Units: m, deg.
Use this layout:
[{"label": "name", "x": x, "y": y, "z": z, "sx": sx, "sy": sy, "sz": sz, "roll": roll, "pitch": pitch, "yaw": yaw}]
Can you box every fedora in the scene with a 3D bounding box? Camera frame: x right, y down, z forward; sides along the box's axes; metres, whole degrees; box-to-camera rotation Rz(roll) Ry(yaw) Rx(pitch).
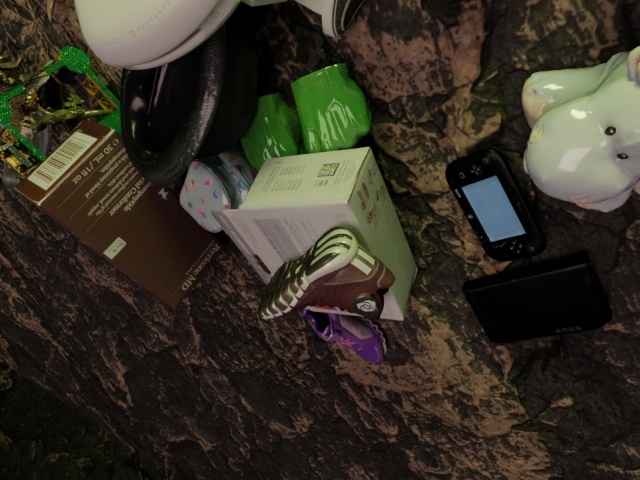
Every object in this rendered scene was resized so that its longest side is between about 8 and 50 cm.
[{"label": "fedora", "x": -0.209, "y": -0.252, "z": 0.773, "sx": 0.333, "sy": 0.152, "sz": 0.335, "roll": 3, "pitch": 94, "yaw": 43}]

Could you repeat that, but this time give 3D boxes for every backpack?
[{"label": "backpack", "x": -0.184, "y": -0.095, "z": 0.937, "sx": 0.188, "sy": 0.144, "sz": 0.166, "roll": 38, "pitch": 130, "yaw": 3}]

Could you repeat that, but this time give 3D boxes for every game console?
[{"label": "game console", "x": 0.317, "y": 0.016, "z": 0.776, "sx": 0.213, "sy": 0.044, "sz": 0.362, "roll": -22, "pitch": 106, "yaw": 38}]

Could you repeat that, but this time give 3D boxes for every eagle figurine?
[{"label": "eagle figurine", "x": -0.730, "y": -0.286, "z": 1.093, "sx": 0.224, "sy": 0.226, "sz": 0.299, "roll": 7, "pitch": 133, "yaw": 13}]

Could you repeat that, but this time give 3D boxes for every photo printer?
[{"label": "photo printer", "x": -0.226, "y": -0.390, "z": 0.581, "sx": 0.255, "sy": 0.107, "sz": 0.308, "roll": -9, "pitch": 96, "yaw": 35}]

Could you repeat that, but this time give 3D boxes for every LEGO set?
[{"label": "LEGO set", "x": -0.588, "y": -0.240, "z": 0.996, "sx": 0.192, "sy": 0.332, "sz": 0.255, "roll": -20, "pitch": 128, "yaw": 40}]

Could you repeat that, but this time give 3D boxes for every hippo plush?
[{"label": "hippo plush", "x": 0.371, "y": -0.114, "z": 0.529, "sx": 0.294, "sy": 0.236, "sz": 0.235, "roll": -22, "pitch": 106, "yaw": 39}]

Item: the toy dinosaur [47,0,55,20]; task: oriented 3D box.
[{"label": "toy dinosaur", "x": -0.561, "y": -0.593, "z": 0.862, "sx": 0.200, "sy": 0.127, "sz": 0.296, "roll": 26, "pitch": 142, "yaw": 24}]

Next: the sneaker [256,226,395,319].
[{"label": "sneaker", "x": 0.013, "y": 0.096, "z": 0.751, "sx": 0.162, "sy": 0.107, "sz": 0.281, "roll": 32, "pitch": 144, "yaw": -16}]

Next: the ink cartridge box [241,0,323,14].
[{"label": "ink cartridge box", "x": -0.129, "y": -0.490, "z": 0.663, "sx": 0.353, "sy": 0.119, "sz": 0.207, "roll": 31, "pitch": 129, "yaw": 10}]

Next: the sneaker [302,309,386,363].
[{"label": "sneaker", "x": 0.045, "y": 0.196, "z": 1.015, "sx": 0.236, "sy": 0.104, "sz": 0.095, "roll": 47, "pitch": 130, "yaw": -5}]

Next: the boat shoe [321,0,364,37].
[{"label": "boat shoe", "x": 0.064, "y": -0.388, "z": 0.641, "sx": 0.070, "sy": 0.078, "sz": 0.220, "roll": 32, "pitch": 129, "yaw": 11}]

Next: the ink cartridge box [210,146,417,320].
[{"label": "ink cartridge box", "x": 0.000, "y": 0.000, "z": 0.835, "sx": 0.271, "sy": 0.130, "sz": 0.310, "roll": 0, "pitch": 139, "yaw": 30}]

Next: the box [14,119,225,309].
[{"label": "box", "x": -0.393, "y": -0.039, "z": 0.958, "sx": 0.143, "sy": 0.191, "sz": 0.381, "roll": 22, "pitch": 158, "yaw": 37}]

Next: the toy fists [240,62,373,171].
[{"label": "toy fists", "x": -0.034, "y": -0.199, "z": 0.814, "sx": 0.279, "sy": 0.096, "sz": 0.143, "roll": -9, "pitch": 102, "yaw": 36}]
